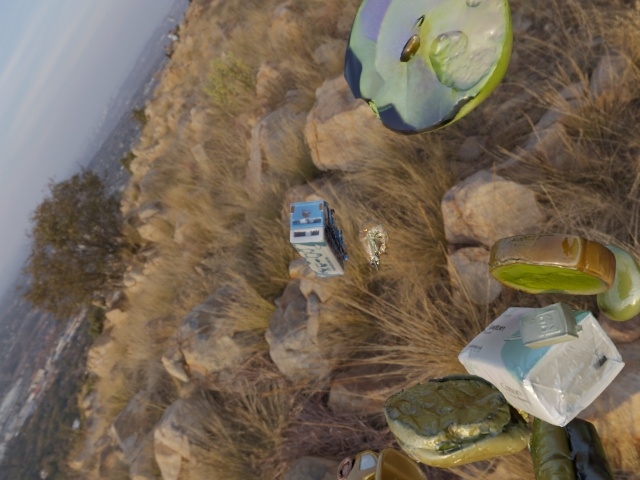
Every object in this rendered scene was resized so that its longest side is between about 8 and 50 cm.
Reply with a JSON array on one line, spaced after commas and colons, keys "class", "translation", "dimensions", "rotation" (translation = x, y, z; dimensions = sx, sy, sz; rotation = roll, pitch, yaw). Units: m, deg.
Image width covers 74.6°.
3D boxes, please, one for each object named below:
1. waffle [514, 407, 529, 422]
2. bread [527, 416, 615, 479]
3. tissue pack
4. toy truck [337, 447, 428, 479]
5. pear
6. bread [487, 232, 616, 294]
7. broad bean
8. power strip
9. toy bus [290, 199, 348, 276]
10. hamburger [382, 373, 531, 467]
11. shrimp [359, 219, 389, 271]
[{"class": "waffle", "translation": [0.683, 0.729, 1.710], "dimensions": [0.329, 0.329, 0.062], "rotation": [-47, 15, 15]}, {"class": "bread", "translation": [0.769, 0.720, 1.286], "dimensions": [0.209, 0.250, 0.376], "rotation": [-7, 16, 18]}, {"class": "tissue pack", "translation": [0.596, 0.331, 1.182], "dimensions": [0.266, 0.193, 0.356], "rotation": [-38, 0, -11]}, {"class": "toy truck", "translation": [0.176, 0.731, 1.193], "dimensions": [0.211, 0.204, 0.288], "rotation": [-49, 10, 23]}, {"class": "pear", "translation": [0.257, -0.421, 0.937], "dimensions": [0.399, 0.165, 0.398], "rotation": [-1, 89, 46]}, {"class": "bread", "translation": [0.461, 0.054, 0.852], "dimensions": [0.236, 0.236, 0.069], "rotation": [-6, 65, 52]}, {"class": "broad bean", "translation": [0.973, 0.142, 1.378], "dimensions": [0.121, 0.263, 0.189], "rotation": [-28, 9, -10]}, {"class": "power strip", "translation": [0.475, 0.194, 0.919], "dimensions": [0.175, 0.042, 0.075], "rotation": [-42, 38, 51]}, {"class": "toy bus", "translation": [0.000, 0.000, 1.184], "dimensions": [0.106, 0.297, 0.130], "rotation": [-5, 65, 13]}, {"class": "hamburger", "translation": [0.286, 0.392, 0.905], "dimensions": [0.285, 0.134, 0.265], "rotation": [-12, 6, -4]}, {"class": "shrimp", "translation": [0.186, 0.017, 1.417], "dimensions": [0.099, 0.180, 0.041], "rotation": [-9, 10, 18]}]
